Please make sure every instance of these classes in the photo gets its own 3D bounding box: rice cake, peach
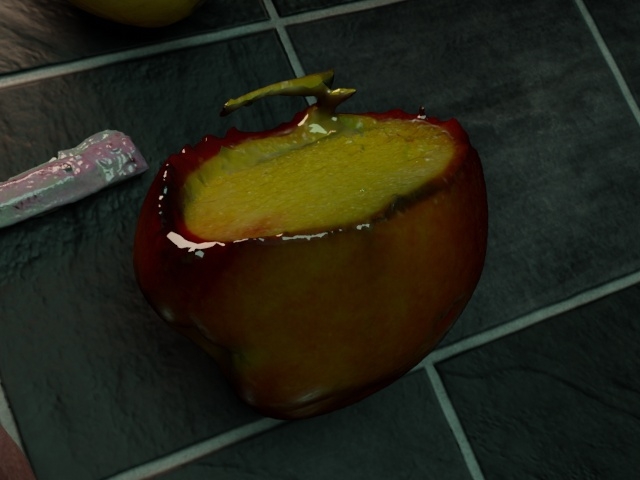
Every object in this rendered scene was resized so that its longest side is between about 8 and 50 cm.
[{"bbox_3d":[-0.341,-0.062,1.176,0.290,0.051,0.081,-23,79,-26],"label":"rice cake"},{"bbox_3d":[-0.009,0.020,1.118,0.335,0.310,0.406,27,43,34],"label":"peach"}]

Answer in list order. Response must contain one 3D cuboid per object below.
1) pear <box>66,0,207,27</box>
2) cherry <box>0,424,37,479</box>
[{"bbox_3d":[-0.229,-0.392,1.224,0.281,0.281,0.280,7,68,-17],"label":"pear"},{"bbox_3d":[-0.383,0.260,0.965,0.239,0.206,0.239,9,79,-51],"label":"cherry"}]
